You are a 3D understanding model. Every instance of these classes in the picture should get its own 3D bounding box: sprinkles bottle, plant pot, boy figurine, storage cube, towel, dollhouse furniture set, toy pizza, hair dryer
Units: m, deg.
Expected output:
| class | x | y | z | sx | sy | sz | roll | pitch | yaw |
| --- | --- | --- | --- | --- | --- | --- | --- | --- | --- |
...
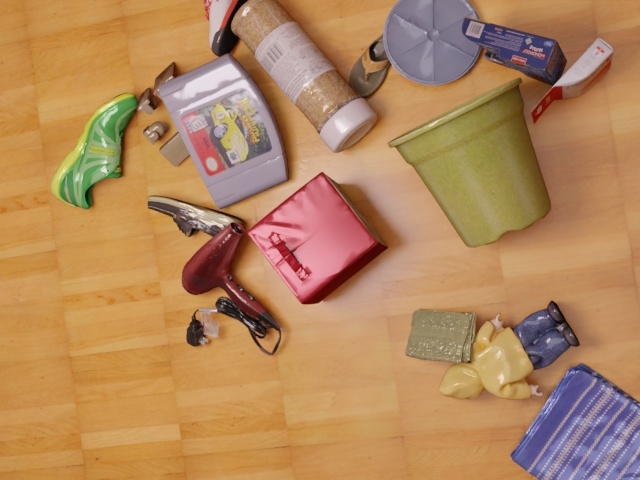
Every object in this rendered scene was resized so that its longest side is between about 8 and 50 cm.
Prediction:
| class | x | y | z | sx | sy | sz | roll | pitch | yaw |
| --- | --- | --- | --- | --- | --- | --- | --- | --- | --- |
| sprinkles bottle | -0.035 | -0.350 | 1.762 | 0.121 | 0.121 | 0.355 | -41 | 80 | 11 |
| plant pot | 0.307 | -0.136 | 1.621 | 0.276 | 0.276 | 0.254 | -26 | 95 | 13 |
| boy figurine | 0.367 | 0.240 | 1.673 | 0.285 | 0.092 | 0.177 | -35 | 82 | 13 |
| storage cube | 0.000 | 0.000 | 1.710 | 0.193 | 0.215 | 0.183 | -39 | 80 | 5 |
| towel | 0.571 | 0.425 | 1.646 | 0.336 | 0.040 | 0.243 | 34 | 99 | 12 |
| dollhouse furniture set | -0.326 | -0.281 | 1.887 | 0.144 | 0.123 | 0.151 | -40 | 115 | 11 |
| towel | 0.241 | 0.192 | 1.698 | 0.148 | 0.027 | 0.110 | -1 | 66 | 37 |
| toy pizza | 0.228 | -0.414 | 1.728 | 0.201 | 0.032 | 0.201 | 0 | 89 | 2 |
| hair dryer | -0.189 | 0.098 | 1.818 | 0.224 | 0.080 | 0.293 | 2 | 111 | 12 |

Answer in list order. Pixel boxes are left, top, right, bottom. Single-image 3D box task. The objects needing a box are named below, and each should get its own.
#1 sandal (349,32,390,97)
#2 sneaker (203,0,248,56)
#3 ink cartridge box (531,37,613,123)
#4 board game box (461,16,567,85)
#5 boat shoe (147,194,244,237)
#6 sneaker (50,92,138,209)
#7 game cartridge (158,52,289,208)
| class | x | y | z | sx | sy | sz | roll | pitch | yaw |
| --- | --- | --- | --- | --- | --- | --- | --- | --- | --- |
| sandal | 0.121 | -0.380 | 1.759 | 0.072 | 0.049 | 0.180 | 41 | 99 | 11 |
| sneaker | -0.229 | -0.537 | 1.832 | 0.145 | 0.090 | 0.270 | 17 | 91 | 15 |
| ink cartridge box | 0.479 | -0.290 | 1.616 | 0.045 | 0.145 | 0.179 | 42 | 100 | 13 |
| board game box | 0.389 | -0.356 | 1.636 | 0.194 | 0.194 | 0.060 | 26 | 100 | 33 |
| boat shoe | -0.279 | -0.043 | 1.847 | 0.224 | 0.080 | 0.073 | 15 | 90 | 9 |
| sneaker | -0.483 | -0.199 | 1.900 | 0.123 | 0.109 | 0.295 | 34 | 101 | -3 |
| game cartridge | -0.191 | -0.231 | 1.790 | 0.196 | 0.060 | 0.294 | -24 | 105 | 9 |
